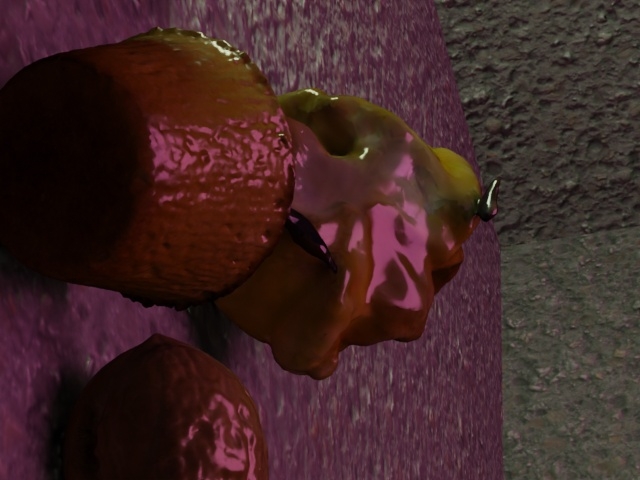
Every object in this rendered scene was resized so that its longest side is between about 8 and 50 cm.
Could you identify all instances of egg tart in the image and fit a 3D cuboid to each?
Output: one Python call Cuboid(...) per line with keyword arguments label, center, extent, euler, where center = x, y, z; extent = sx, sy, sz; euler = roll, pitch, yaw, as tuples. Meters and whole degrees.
Cuboid(label="egg tart", center=(-0.139, -0.052, 0.999), extent=(0.171, 0.215, 0.215), euler=(-4, 85, -60))

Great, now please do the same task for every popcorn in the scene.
Cuboid(label="popcorn", center=(0.000, 0.000, 1.406), extent=(0.316, 0.281, 0.297), euler=(20, 59, -28))

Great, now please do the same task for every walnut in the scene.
Cuboid(label="walnut", center=(-0.113, 0.159, 1.035), extent=(0.155, 0.156, 0.184), euler=(41, 42, -68))
